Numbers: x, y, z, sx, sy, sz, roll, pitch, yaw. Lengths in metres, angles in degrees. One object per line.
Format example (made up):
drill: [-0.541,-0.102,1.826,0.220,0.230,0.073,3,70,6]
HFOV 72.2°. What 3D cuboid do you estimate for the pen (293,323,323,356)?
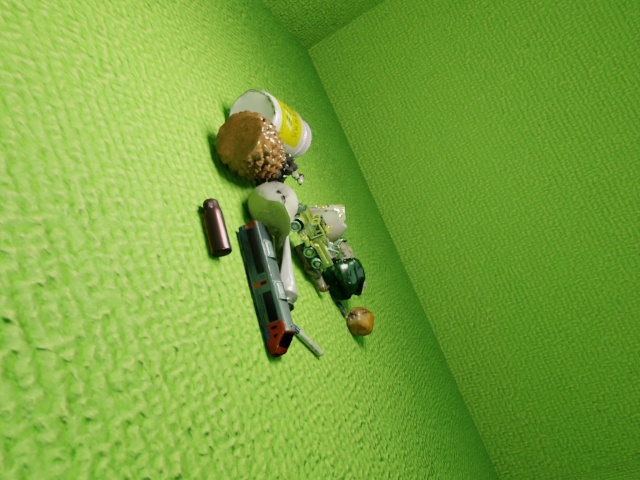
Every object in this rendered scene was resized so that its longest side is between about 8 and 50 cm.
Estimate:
pen: [-0.054,0.321,1.442,0.204,0.025,0.025,51,23,-33]

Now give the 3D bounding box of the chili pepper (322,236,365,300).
chili pepper: [0.092,0.121,1.880,0.174,0.165,0.261,-2,71,-51]

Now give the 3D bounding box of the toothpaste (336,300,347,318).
toothpaste: [0.092,0.296,1.877,0.027,0.019,0.083,-33,96,-47]

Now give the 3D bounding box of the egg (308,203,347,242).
egg: [0.007,-0.064,1.873,0.271,0.206,0.161,-85,172,-81]

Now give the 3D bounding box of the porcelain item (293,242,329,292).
porcelain item: [-0.033,0.109,1.720,0.213,0.054,0.084,62,20,-5]

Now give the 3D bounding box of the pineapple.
pineapple: [-0.194,-0.284,1.540,0.357,0.223,0.223,40,30,-61]

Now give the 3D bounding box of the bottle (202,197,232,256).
bottle: [-0.289,-0.039,1.211,0.060,0.060,0.164,27,41,-62]

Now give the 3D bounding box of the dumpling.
dumpling: [-0.160,-0.079,1.470,0.243,0.175,0.227,-67,159,-69]

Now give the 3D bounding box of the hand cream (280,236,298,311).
hand cream: [-0.116,0.094,1.468,0.336,0.076,0.121,-95,-168,-48]

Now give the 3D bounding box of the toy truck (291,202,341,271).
toy truck: [-0.015,-0.025,1.634,0.259,0.135,0.128,57,20,-27]

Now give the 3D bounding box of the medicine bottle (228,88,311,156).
medicine bottle: [-0.189,-0.450,1.767,0.213,0.213,0.379,67,18,7]

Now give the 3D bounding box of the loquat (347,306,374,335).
loquat: [0.172,0.348,1.898,0.137,0.113,0.137,9,78,-51]

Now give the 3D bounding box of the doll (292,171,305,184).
doll: [-0.106,-0.304,2.086,0.085,0.040,0.058,47,36,-44]

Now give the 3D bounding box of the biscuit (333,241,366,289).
biscuit: [0.133,0.106,2.140,0.281,0.084,0.179,59,15,-24]

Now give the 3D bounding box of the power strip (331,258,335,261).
power strip: [0.046,0.091,1.987,0.111,0.038,0.029,65,20,2]

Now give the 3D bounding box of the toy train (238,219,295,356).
toy train: [-0.154,0.136,1.310,0.086,0.089,0.409,36,33,-65]
